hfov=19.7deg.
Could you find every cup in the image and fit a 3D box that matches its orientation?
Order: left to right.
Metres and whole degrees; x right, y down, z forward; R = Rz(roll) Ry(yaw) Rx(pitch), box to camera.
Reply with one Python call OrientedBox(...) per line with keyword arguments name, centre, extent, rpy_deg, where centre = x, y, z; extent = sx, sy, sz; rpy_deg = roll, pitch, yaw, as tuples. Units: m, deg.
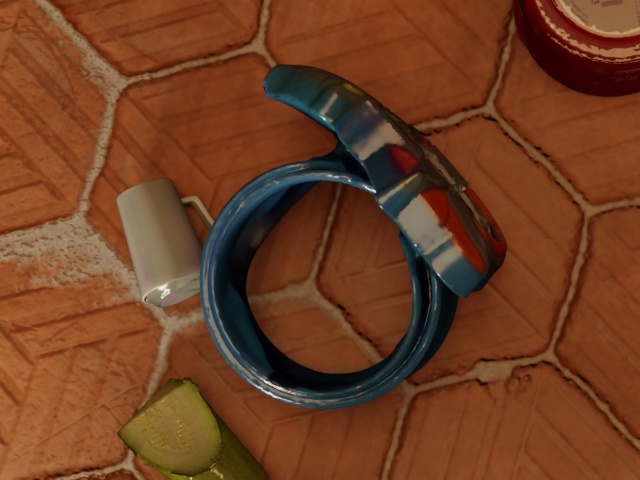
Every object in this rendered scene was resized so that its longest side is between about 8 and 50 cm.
OrientedBox(name="cup", centre=(-0.144, -0.001, 1.843), extent=(0.104, 0.074, 0.116), rpy_deg=(-14, 73, -21))

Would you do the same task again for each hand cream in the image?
OrientedBox(name="hand cream", centre=(0.286, -0.244, 1.807), extent=(0.193, 0.125, 0.193), rpy_deg=(-1, 79, 4))

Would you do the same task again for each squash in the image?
OrientedBox(name="squash", centre=(-0.099, 0.220, 1.793), extent=(0.200, 0.075, 0.090), rpy_deg=(39, 60, 9))

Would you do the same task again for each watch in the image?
OrientedBox(name="watch", centre=(0.000, 0.000, 1.754), extent=(0.274, 0.241, 0.305), rpy_deg=(-45, 82, 11))
